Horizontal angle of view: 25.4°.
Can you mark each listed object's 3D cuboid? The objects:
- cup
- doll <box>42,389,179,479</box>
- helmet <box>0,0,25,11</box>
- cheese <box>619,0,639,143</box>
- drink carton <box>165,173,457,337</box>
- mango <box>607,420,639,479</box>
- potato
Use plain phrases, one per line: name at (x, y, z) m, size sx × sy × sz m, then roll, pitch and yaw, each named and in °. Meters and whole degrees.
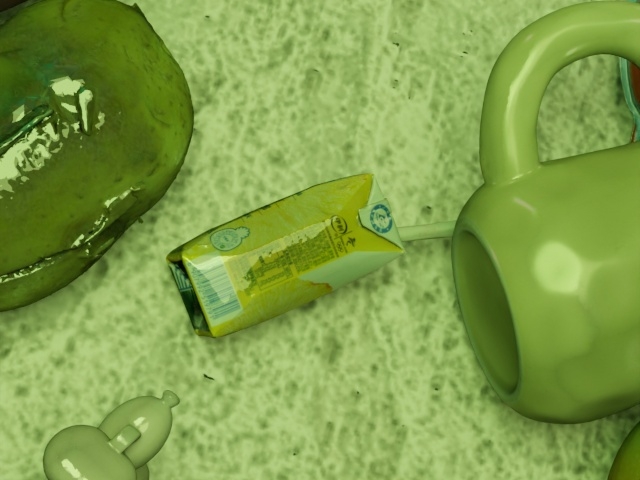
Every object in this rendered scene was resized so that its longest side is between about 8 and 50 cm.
cup at (0.199, -0.012, 0.930) m, size 0.202 × 0.173 × 0.255 m, roll -14°, pitch 122°, yaw -10°
doll at (-0.149, 0.152, 0.863) m, size 0.161 × 0.160 × 0.059 m, roll -42°, pitch 87°, yaw -15°
helmet at (-0.258, -0.242, 0.906) m, size 0.338 × 0.197 × 0.271 m, roll -6°, pitch 35°, yaw -47°
cheese at (0.262, -0.098, 1.067) m, size 0.106 × 0.037 × 0.256 m, roll 16°, pitch 80°, yaw -6°
drink carton at (0.000, 0.000, 0.970) m, size 0.200 × 0.084 × 0.075 m, roll -24°, pitch 92°, yaw -16°
mango at (0.311, 0.176, 0.976) m, size 0.251 × 0.114 × 0.157 m, roll 1°, pitch 71°, yaw -23°
potato at (-0.193, -0.051, 0.913) m, size 0.248 × 0.143 × 0.169 m, roll -35°, pitch 71°, yaw -15°
